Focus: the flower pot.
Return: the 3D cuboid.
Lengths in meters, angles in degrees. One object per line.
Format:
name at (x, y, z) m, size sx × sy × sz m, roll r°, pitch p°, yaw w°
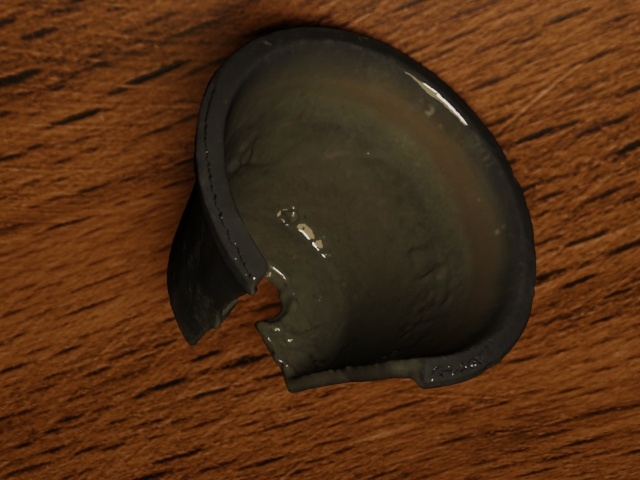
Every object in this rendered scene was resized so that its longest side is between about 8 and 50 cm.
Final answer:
flower pot at (0.000, 0.000, 1.253) m, size 0.379 × 0.379 × 0.251 m, roll 28°, pitch 142°, yaw -17°
